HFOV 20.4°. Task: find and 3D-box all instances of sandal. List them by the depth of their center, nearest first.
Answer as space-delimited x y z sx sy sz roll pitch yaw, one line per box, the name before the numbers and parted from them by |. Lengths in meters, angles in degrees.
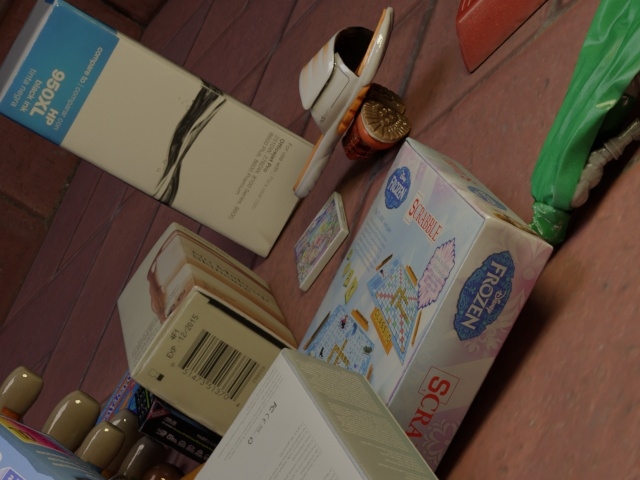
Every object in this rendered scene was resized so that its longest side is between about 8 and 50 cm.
sandal | 0.004 -0.160 2.040 0.265 0.076 0.102 -61 5 34

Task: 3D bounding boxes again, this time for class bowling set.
bowling set | -0.265 0.275 2.022 0.200 0.287 0.154 35 91 36

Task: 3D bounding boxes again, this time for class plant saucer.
plant saucer | 0.235 -0.341 1.903 0.258 0.047 0.259 -43 21 44

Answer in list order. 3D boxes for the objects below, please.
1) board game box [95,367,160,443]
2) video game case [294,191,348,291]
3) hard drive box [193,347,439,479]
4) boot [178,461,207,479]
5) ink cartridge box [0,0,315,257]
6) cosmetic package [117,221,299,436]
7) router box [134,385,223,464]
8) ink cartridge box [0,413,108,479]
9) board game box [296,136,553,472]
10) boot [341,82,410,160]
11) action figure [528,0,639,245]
board game box | -0.229 0.213 2.298 0.160 0.047 0.210 -60 14 -3
video game case | 0.000 0.000 2.055 0.087 0.011 0.122 -54 15 16
hard drive box | 0.000 0.222 1.312 0.181 0.089 0.232 -57 37 16
boot | -0.170 0.297 1.708 0.211 0.104 0.295 -33 7 18
ink cartridge box | -0.220 -0.153 2.321 0.166 0.395 0.285 -61 15 2
cosmetic package | -0.131 0.098 2.020 0.129 0.153 0.296 -55 17 6
router box | -0.161 0.201 2.020 0.038 0.092 0.122 -56 16 8
ink cartridge box | -0.203 0.356 1.485 0.270 0.395 0.151 -57 -29 -1
board game box | 0.059 0.093 1.527 0.318 0.066 0.319 -63 15 10
boot | 0.058 -0.119 2.027 0.085 0.059 0.158 -57 6 16
action figure | 0.225 -0.102 1.439 0.232 0.063 0.137 -64 16 6
